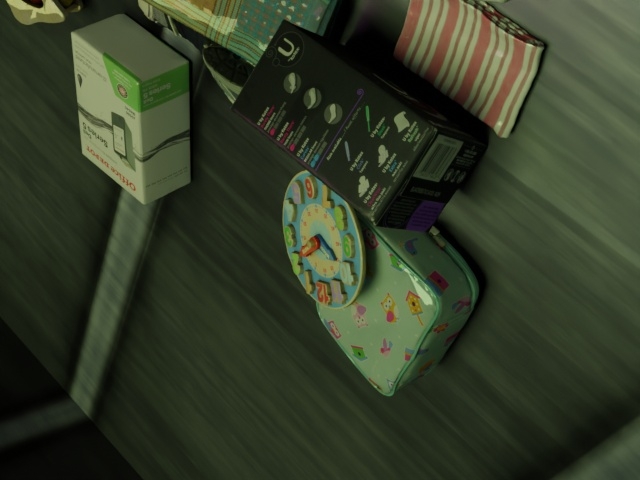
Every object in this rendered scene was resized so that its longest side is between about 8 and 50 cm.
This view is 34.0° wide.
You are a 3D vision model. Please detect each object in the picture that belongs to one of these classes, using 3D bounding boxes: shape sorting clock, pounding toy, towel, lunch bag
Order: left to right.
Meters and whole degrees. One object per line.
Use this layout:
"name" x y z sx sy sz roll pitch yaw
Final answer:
"pounding toy" -0.518 -0.539 1.913 0.154 0.155 0.269 -18 112 28
"towel" -0.139 -0.386 1.419 0.370 0.040 0.271 29 136 5
"shape sorting clock" 0.000 0.000 1.502 0.206 0.040 0.206 36 135 45
"lunch bag" 0.103 0.074 1.534 0.224 0.108 0.279 50 144 24
"towel" 0.174 -0.228 1.277 0.197 0.029 0.144 42 144 25

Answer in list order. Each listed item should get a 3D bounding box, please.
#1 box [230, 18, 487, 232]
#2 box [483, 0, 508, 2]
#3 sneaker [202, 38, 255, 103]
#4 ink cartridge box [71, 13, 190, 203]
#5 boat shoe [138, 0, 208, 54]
"box" 0.048 -0.146 1.345 0.270 0.165 0.143 40 106 26
"box" 0.170 -0.327 1.047 0.181 0.182 0.119 22 135 50
"sneaker" -0.054 -0.201 1.560 0.283 0.110 0.122 47 170 11
"ink cartridge box" -0.334 -0.232 1.866 0.198 0.115 0.273 38 141 30
"boat shoe" -0.176 -0.424 1.520 0.158 0.127 0.340 39 150 17
